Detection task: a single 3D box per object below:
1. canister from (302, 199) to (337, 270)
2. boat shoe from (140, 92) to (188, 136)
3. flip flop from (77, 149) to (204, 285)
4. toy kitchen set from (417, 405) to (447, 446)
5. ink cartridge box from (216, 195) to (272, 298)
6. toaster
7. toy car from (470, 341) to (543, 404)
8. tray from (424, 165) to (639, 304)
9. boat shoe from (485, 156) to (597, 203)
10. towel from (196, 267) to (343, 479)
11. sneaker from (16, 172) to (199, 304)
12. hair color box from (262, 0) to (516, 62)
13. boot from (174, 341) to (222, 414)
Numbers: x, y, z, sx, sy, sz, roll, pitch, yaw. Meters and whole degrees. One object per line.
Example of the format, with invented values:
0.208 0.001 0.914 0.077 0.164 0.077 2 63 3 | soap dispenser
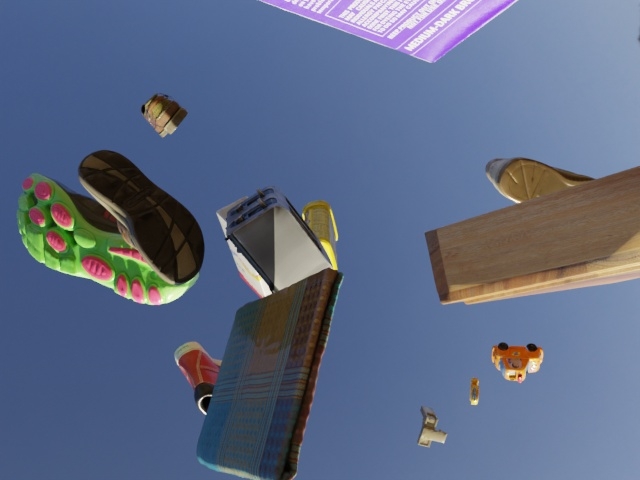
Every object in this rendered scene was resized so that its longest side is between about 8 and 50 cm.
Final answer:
0.000 0.000 1.470 0.170 0.073 0.126 -90 -13 -56 | canister
-0.440 -0.364 1.719 0.104 0.307 0.111 40 -98 -19 | boat shoe
-0.299 -0.036 1.024 0.277 0.080 0.112 43 -127 10 | flip flop
0.306 0.516 1.694 0.068 0.083 0.075 15 -172 -5 | toy kitchen set
-0.128 0.038 1.296 0.078 0.231 0.134 -30 -141 -19 | ink cartridge box
-0.069 0.008 1.039 0.186 0.110 0.168 53 -176 -17 | toaster
0.220 0.167 0.730 0.060 0.122 0.041 12 -133 1 | toy car
0.310 0.002 0.622 0.410 0.202 0.076 1 -105 -46 | tray
0.512 -0.098 1.312 0.341 0.122 0.110 24 -168 -16 | boat shoe
-0.084 0.197 0.879 0.040 0.370 0.272 22 -112 -19 | towel
-0.487 0.000 1.401 0.482 0.185 0.202 29 -167 12 | sneaker
-0.040 -0.235 0.316 0.338 0.110 0.185 7 -113 -37 | hair color box
-0.238 0.356 1.421 0.176 0.088 0.244 54 178 36 | boot
